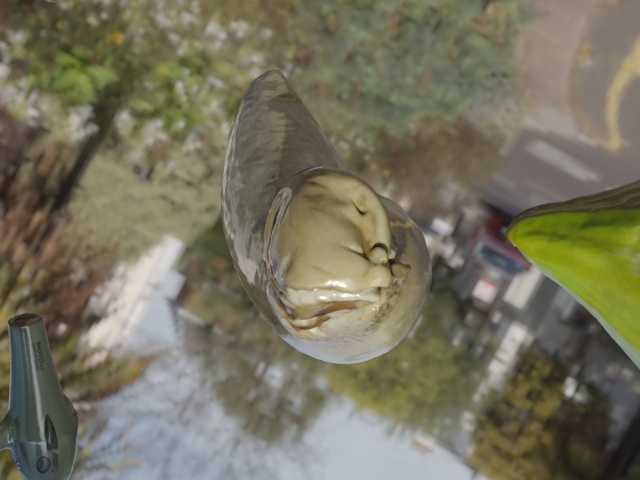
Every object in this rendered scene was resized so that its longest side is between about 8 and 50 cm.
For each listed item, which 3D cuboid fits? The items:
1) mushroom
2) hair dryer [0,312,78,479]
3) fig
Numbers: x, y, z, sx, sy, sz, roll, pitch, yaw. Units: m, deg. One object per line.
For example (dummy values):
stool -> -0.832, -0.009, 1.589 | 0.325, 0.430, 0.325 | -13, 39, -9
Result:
mushroom -> 0.000, 0.000, 1.124 | 0.397, 0.126, 0.177 | -125, 12, -71
hair dryer -> -0.416, 0.197, 1.932 | 0.267, 0.229, 0.092 | 5, -166, -31
fig -> 0.251, 0.021, 0.951 | 0.233, 0.167, 0.167 | 34, 178, -20
